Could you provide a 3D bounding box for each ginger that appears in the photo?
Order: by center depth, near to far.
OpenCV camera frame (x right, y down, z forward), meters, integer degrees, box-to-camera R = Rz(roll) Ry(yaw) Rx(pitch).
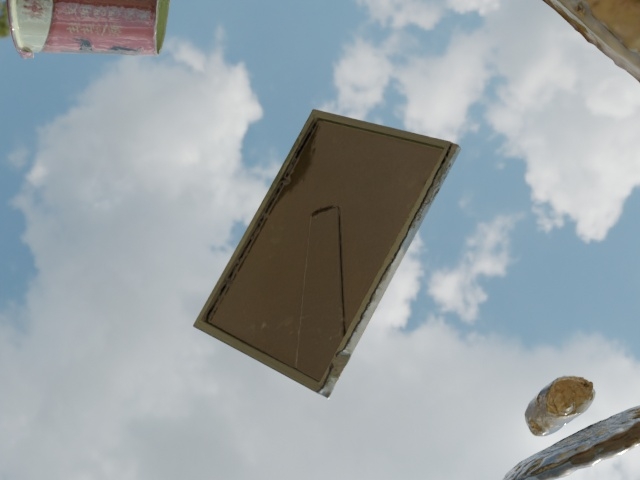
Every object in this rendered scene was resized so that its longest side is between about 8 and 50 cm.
[{"bbox_3d":[0.388,0.276,1.457,0.096,0.190,0.068,-17,-114,-23],"label":"ginger"}]

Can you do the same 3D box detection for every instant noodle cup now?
[{"bbox_3d":[-0.287,-0.340,1.136,0.179,0.234,0.234,7,-134,-7],"label":"instant noodle cup"}]

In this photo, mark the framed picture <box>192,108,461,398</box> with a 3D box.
[{"bbox_3d":[0.000,0.000,0.944,0.211,0.020,0.289,20,-102,43],"label":"framed picture"}]

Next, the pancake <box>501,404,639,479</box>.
[{"bbox_3d":[0.356,0.250,1.111,0.286,0.288,0.033,-10,-110,-41],"label":"pancake"}]

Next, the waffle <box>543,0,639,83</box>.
[{"bbox_3d":[0.208,-0.239,0.481,0.376,0.261,0.114,45,-159,7],"label":"waffle"}]
